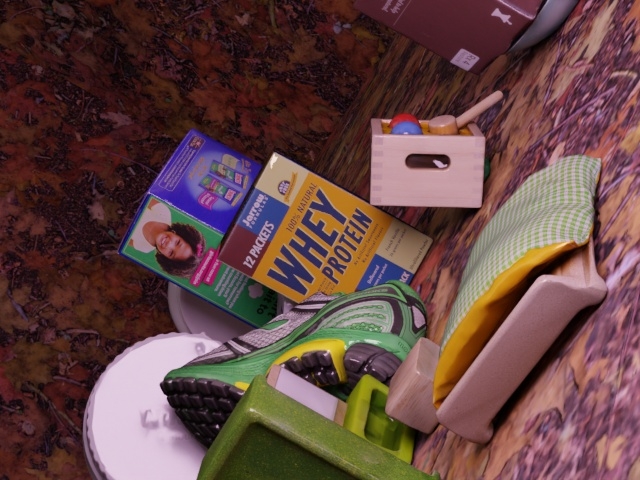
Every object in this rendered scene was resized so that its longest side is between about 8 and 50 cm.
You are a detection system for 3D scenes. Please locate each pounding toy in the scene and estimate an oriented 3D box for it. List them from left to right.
[{"bbox_3d":[0.121,-0.096,1.184,0.130,0.141,0.100,-85,-4,-75],"label":"pounding toy"}]

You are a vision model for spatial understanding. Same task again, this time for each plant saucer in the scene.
[{"bbox_3d":[0.257,-0.276,1.244,0.195,0.037,0.195,-60,6,10],"label":"plant saucer"}]

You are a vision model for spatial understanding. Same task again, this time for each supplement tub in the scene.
[{"bbox_3d":[-0.147,0.091,2.033,0.241,0.241,0.331,-62,5,-4],"label":"supplement tub"}]

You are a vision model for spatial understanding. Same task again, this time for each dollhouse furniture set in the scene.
[{"bbox_3d":[0.057,0.059,0.828,0.302,0.151,0.198,-58,7,29],"label":"dollhouse furniture set"}]

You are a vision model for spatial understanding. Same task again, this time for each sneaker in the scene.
[{"bbox_3d":[-0.024,0.134,1.147,0.343,0.134,0.146,-18,25,42],"label":"sneaker"}]

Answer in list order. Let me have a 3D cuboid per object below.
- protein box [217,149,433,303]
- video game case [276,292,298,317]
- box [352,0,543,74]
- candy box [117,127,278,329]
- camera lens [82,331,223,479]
[{"bbox_3d":[0.000,0.000,1.359,0.136,0.201,0.200,-61,6,3],"label":"protein box"},{"bbox_3d":[-0.042,0.161,1.443,0.227,0.026,0.207,-127,40,-83],"label":"video game case"},{"bbox_3d":[0.165,-0.322,1.241,0.203,0.167,0.168,-63,6,-18],"label":"box"},{"bbox_3d":[-0.103,-0.004,1.715,0.122,0.317,0.268,-60,4,26],"label":"candy box"},{"bbox_3d":[-0.166,0.245,1.384,0.274,0.219,0.219,102,-167,-67],"label":"camera lens"}]
